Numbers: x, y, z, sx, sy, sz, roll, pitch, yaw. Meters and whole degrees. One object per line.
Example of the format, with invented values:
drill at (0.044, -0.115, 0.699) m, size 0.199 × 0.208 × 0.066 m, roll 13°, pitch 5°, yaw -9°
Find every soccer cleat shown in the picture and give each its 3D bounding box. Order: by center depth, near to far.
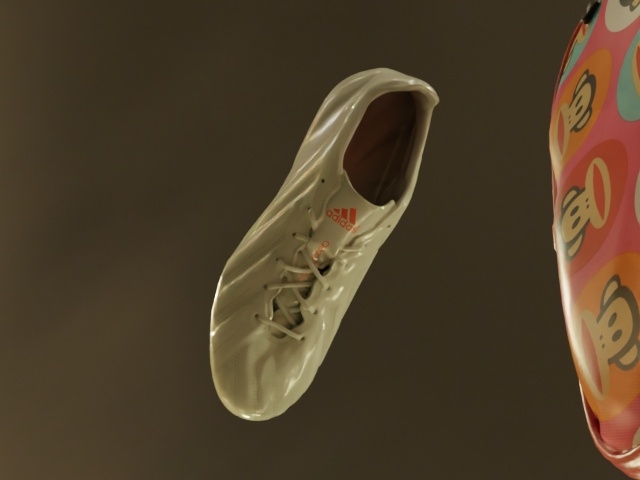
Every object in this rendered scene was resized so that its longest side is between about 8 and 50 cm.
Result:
soccer cleat at (0.000, 0.000, 0.589) m, size 0.076 × 0.068 × 0.196 m, roll 7°, pitch -108°, yaw 66°

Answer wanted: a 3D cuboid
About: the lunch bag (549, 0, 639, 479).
lunch bag at (0.199, -0.063, 0.451) m, size 0.293 × 0.120 × 0.258 m, roll -84°, pitch -161°, yaw -48°
